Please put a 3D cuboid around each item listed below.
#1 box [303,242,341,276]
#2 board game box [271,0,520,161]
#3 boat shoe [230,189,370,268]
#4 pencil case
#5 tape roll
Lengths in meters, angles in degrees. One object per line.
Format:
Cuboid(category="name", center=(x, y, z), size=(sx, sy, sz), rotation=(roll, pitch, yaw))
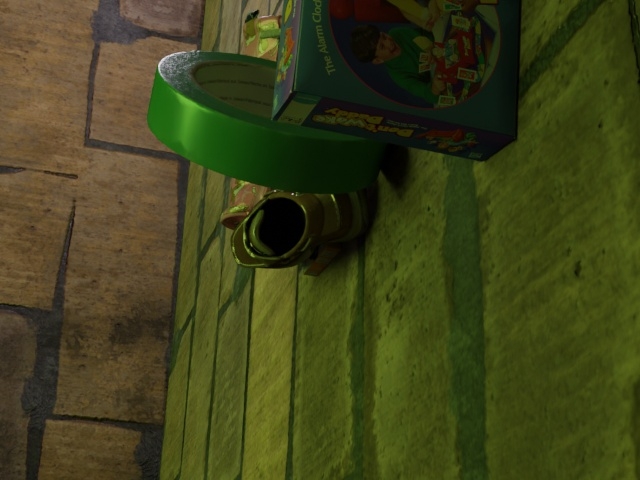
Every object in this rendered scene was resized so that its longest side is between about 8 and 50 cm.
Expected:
Cuboid(category="box", center=(0.000, 0.000, 1.666), size=(0.136, 0.028, 0.081), rotation=(132, 144, -60))
Cuboid(category="board game box", center=(0.086, -0.274, 1.118), size=(0.078, 0.233, 0.347), rotation=(140, 138, -67))
Cuboid(category="boat shoe", center=(-0.060, -0.023, 1.569), size=(0.324, 0.116, 0.123), rotation=(-28, 80, 56))
Cuboid(category="pencil case", center=(-0.073, -0.191, 1.817), size=(0.160, 0.167, 0.386), rotation=(-4, 74, 38))
Cuboid(category="tape roll", center=(-0.066, -0.163, 1.441), size=(0.321, 0.321, 0.077), rotation=(-110, 32, -62))
